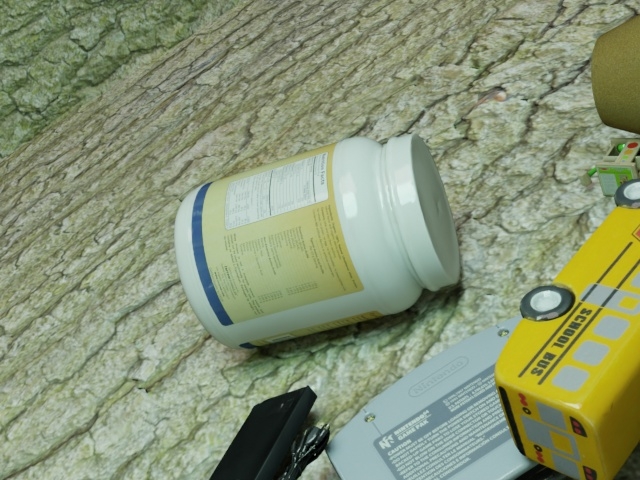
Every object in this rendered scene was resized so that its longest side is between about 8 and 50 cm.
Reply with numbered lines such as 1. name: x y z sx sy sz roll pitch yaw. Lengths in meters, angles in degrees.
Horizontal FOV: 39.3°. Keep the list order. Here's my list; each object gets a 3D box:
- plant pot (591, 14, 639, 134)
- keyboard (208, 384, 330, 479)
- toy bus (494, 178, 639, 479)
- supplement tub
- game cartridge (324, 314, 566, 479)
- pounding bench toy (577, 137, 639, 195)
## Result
1. plant pot: 0.469 -0.206 1.080 0.254 0.237 0.237 -2 40 34
2. keyboard: -0.082 0.283 0.952 0.201 0.033 0.317 -28 24 48
3. toy bus: 0.294 0.065 0.855 0.130 0.108 0.332 15 48 46
4. supplement tub: 0.000 0.000 1.145 0.316 0.228 0.228 -15 34 18
5. game cartridge: 0.160 0.190 0.924 0.297 0.062 0.198 -31 28 -5
6. pounding bench toy: 0.384 -0.098 1.164 0.083 0.052 0.065 6 45 41
